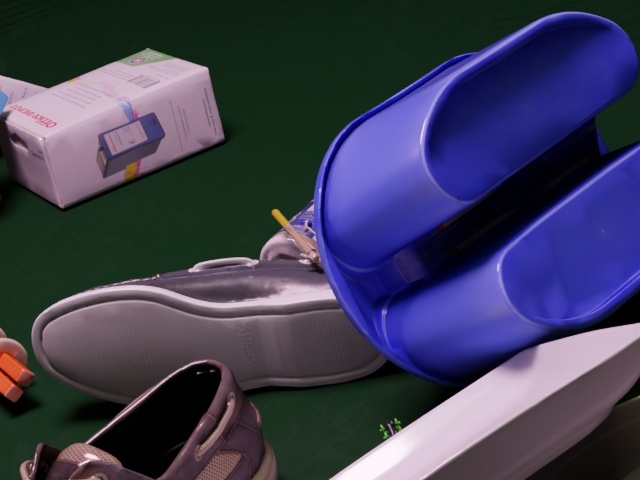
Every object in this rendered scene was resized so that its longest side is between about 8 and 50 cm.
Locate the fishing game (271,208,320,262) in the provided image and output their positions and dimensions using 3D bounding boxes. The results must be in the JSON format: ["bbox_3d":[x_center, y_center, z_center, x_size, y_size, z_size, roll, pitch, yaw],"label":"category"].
[{"bbox_3d":[0.095,-0.013,1.660,0.264,0.041,0.189,3,17,-13],"label":"fishing game"}]

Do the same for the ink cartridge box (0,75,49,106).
[{"bbox_3d":[-0.473,-0.193,2.254,0.239,0.060,0.275,14,2,-42],"label":"ink cartridge box"}]

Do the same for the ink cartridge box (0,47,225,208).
[{"bbox_3d":[-0.239,-0.129,2.104,0.212,0.093,0.154,-24,25,-26],"label":"ink cartridge box"}]

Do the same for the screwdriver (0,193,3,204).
[{"bbox_3d":[-0.422,-0.015,2.035,0.170,0.024,0.025,-24,56,-19],"label":"screwdriver"}]

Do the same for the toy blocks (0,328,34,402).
[{"bbox_3d":[-0.302,0.130,1.622,0.123,0.054,0.148,-23,26,-21],"label":"toy blocks"}]

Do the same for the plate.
[{"bbox_3d":[0.078,0.152,1.252,0.277,0.045,0.278,-33,0,-14],"label":"plate"}]

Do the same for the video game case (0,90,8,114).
[{"bbox_3d":[-0.410,-0.083,2.060,0.166,0.015,0.119,-39,22,27],"label":"video game case"}]

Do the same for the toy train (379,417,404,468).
[{"bbox_3d":[0.062,0.161,1.414,0.017,0.023,0.083,-23,25,-1],"label":"toy train"}]

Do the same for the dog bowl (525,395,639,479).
[{"bbox_3d":[0.286,0.202,1.124,0.349,0.102,0.349,-11,24,5],"label":"dog bowl"}]

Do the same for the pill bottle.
[{"bbox_3d":[0.000,0.000,1.738,0.067,0.067,0.120,3,29,31],"label":"pill bottle"}]

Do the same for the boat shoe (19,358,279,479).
[{"bbox_3d":[-0.170,0.199,1.318,0.132,0.130,0.355,5,30,35],"label":"boat shoe"}]

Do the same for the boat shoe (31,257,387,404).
[{"bbox_3d":[-0.088,0.072,1.588,0.303,0.114,0.091,2,25,2],"label":"boat shoe"}]

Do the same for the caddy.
[{"bbox_3d":[0.148,-0.031,1.516,0.341,0.241,0.179,-34,4,-38],"label":"caddy"}]
